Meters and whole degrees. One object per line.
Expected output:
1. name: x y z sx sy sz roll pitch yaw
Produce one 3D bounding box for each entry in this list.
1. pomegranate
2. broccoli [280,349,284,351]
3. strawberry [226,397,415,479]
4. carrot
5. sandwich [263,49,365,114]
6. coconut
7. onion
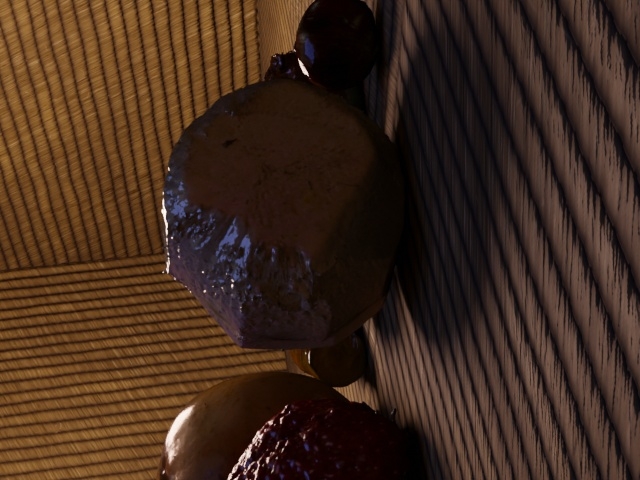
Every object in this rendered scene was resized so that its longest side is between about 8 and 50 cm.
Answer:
1. pomegranate: -0.075 0.410 1.734 0.416 0.416 0.417 174 90 -85
2. broccoli: -0.038 0.049 1.670 0.235 0.260 0.288 50 169 0
3. strawberry: -0.008 0.334 1.428 0.257 0.277 0.257 171 90 -86
4. carrot: 0.009 0.192 1.908 0.302 0.114 0.114 170 94 -82
5. sandwich: -0.004 -0.192 1.509 0.079 0.159 0.235 -19 50 63
6. coconut: -0.048 -0.011 1.334 0.309 0.297 0.297 95 168 -64
7. onion: 0.016 -0.239 1.338 0.117 0.118 0.119 58 -165 -44
